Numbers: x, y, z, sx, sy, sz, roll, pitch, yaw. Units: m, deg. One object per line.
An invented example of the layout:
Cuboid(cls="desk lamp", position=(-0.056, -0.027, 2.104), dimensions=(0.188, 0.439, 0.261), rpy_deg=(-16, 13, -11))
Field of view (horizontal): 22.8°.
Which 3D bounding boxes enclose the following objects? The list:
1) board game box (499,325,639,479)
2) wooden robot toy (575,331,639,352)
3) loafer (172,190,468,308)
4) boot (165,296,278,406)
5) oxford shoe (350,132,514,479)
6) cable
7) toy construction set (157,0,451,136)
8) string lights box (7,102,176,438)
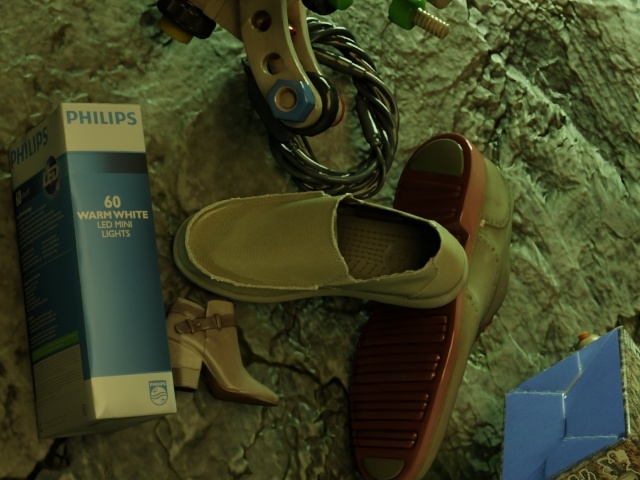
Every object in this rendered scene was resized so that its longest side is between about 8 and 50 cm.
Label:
Cuboid(cls="board game box", position=(0.306, 0.269, 1.488), dimensions=(0.291, 0.141, 0.232), rpy_deg=(52, 20, -13))
Cuboid(cls="wooden robot toy", position=(0.302, 0.122, 1.645), dimensions=(0.173, 0.076, 0.079), rpy_deg=(-28, 81, -33))
Cuboid(cls="loafer", position=(0.000, 0.000, 1.424), dimensions=(0.268, 0.092, 0.102), rpy_deg=(3, 65, 2))
Cuboid(cls="boot", position=(-0.088, 0.098, 1.432), dimensions=(0.118, 0.042, 0.087), rpy_deg=(16, 67, -27))
Cuboid(cls="oxford shoe", position=(0.126, 0.078, 1.522), dimensions=(0.130, 0.123, 0.348), rpy_deg=(29, 71, -41))
Cuboid(cls="cable", position=(0.009, -0.125, 1.552), dimensions=(0.150, 0.047, 0.184), rpy_deg=(-31, 90, -38))
Cuboid(cls="toy construction set", position=(-0.017, -0.264, 1.464), dimensions=(0.237, 0.257, 0.309), rpy_deg=(32, 33, 20))
Cuboid(cls="string lights box", position=(-0.195, 0.028, 1.331), dimensions=(0.076, 0.133, 0.260), rpy_deg=(-1, 78, -31))
